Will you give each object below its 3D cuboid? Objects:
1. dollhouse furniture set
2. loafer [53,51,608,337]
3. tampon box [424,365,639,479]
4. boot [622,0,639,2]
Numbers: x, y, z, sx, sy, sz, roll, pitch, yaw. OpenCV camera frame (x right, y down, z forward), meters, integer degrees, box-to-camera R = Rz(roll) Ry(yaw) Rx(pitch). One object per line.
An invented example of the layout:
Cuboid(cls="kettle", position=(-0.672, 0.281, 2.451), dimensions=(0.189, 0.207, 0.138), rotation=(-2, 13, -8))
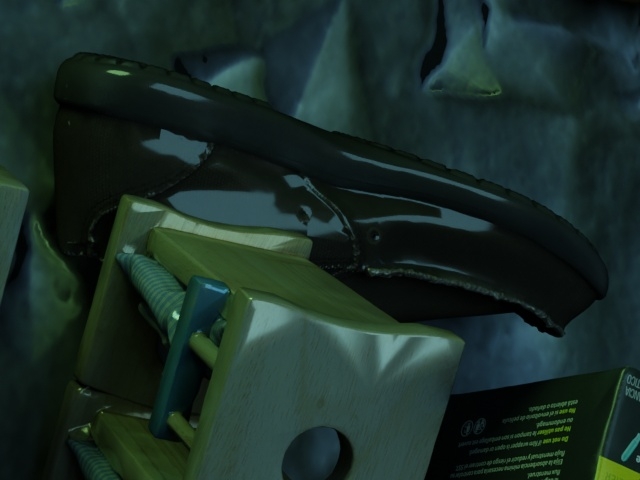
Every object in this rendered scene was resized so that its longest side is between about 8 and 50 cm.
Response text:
Cuboid(cls="dollhouse furniture set", position=(-0.083, 0.055, 0.527), dimensions=(0.183, 0.129, 0.129), rotation=(13, 98, -24))
Cuboid(cls="loafer", position=(0.000, 0.000, 0.660), dimensions=(0.220, 0.080, 0.078), rotation=(18, 92, -22))
Cuboid(cls="tampon box", position=(0.101, 0.145, 0.676), dimensions=(0.120, 0.101, 0.161), rotation=(28, 65, -28))
Cuboid(cls="boot", position=(0.130, -0.200, 0.798), dimensions=(0.152, 0.073, 0.197), rotation=(12, 70, -30))
